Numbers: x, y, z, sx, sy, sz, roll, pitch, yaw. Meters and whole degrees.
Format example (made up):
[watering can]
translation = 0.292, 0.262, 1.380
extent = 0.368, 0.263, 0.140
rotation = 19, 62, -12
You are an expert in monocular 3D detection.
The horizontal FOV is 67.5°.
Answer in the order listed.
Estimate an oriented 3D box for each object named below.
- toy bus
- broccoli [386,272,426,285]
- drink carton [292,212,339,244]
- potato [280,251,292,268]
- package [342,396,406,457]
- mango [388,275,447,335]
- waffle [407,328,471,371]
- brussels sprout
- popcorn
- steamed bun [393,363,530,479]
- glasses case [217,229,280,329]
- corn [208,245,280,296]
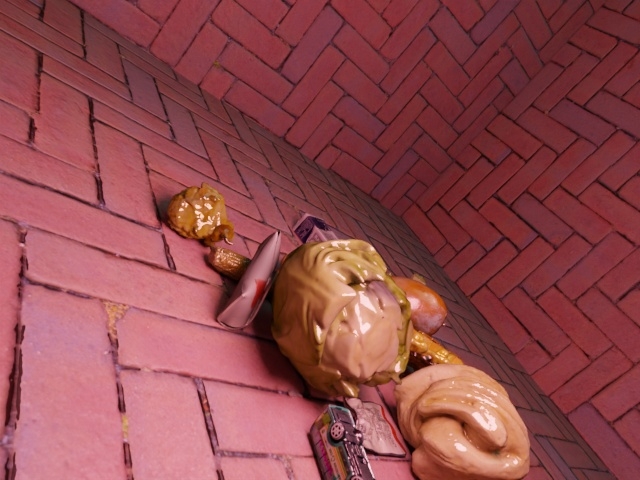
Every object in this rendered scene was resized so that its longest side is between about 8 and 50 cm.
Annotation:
[toy bus]
translation = 0.057, 0.483, 1.011
extent = 0.091, 0.109, 0.262
rotation = 31, 22, -37
[broccoli]
translation = 0.339, 0.240, 1.971
extent = 0.246, 0.243, 0.263
rotation = 26, 19, -35
[drink carton]
translation = 0.001, 0.001, 2.051
extent = 0.222, 0.102, 0.134
rotation = 52, 18, 29
[potato]
translation = -0.034, 0.127, 1.612
extent = 0.233, 0.146, 0.150
rotation = 30, -4, 12
[package]
translation = 0.137, 0.496, 1.280
extent = 0.232, 0.040, 0.166
rotation = 36, 20, -46
[mango]
translation = 0.277, 0.231, 1.767
extent = 0.383, 0.222, 0.199
rotation = 25, 44, 20
[waffle]
translation = 0.328, 0.384, 1.607
extent = 0.379, 0.095, 0.382
rotation = 32, -16, 8
[brussels sprout]
translation = 0.030, 0.193, 1.248
extent = 0.361, 0.342, 0.425
rotation = 19, -35, 43
[popcorn]
translation = -0.343, -0.062, 1.387
extent = 0.168, 0.173, 0.195
rotation = -37, 108, -37
[steamed bun]
translation = 0.352, 0.489, 1.263
extent = 0.230, 0.324, 0.372
rotation = 37, 19, -35
[glasses case]
translation = -0.163, 0.099, 1.271
extent = 0.083, 0.128, 0.308
rotation = 32, 40, -8
[corn]
translation = -0.200, 0.098, 1.413
extent = 0.288, 0.086, 0.086
rotation = 29, 22, -32
